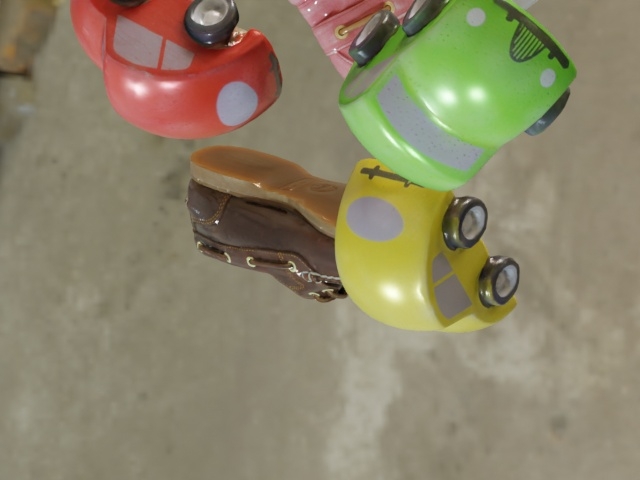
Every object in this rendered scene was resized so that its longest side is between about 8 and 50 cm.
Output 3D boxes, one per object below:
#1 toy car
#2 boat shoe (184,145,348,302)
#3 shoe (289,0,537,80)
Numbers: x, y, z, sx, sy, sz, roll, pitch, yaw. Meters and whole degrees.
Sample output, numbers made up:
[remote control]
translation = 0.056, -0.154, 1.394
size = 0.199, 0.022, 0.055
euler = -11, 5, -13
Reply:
[toy car]
translation = 0.013, -0.040, 0.635
size = 0.053, 0.239, 0.225
euler = -56, 14, -20
[boat shoe]
translation = 0.000, 0.000, 1.023
size = 0.207, 0.073, 0.073
euler = 21, 116, 41
[shoe]
translation = 0.070, -0.142, 0.784
size = 0.178, 0.063, 0.081
euler = -38, 99, 4
